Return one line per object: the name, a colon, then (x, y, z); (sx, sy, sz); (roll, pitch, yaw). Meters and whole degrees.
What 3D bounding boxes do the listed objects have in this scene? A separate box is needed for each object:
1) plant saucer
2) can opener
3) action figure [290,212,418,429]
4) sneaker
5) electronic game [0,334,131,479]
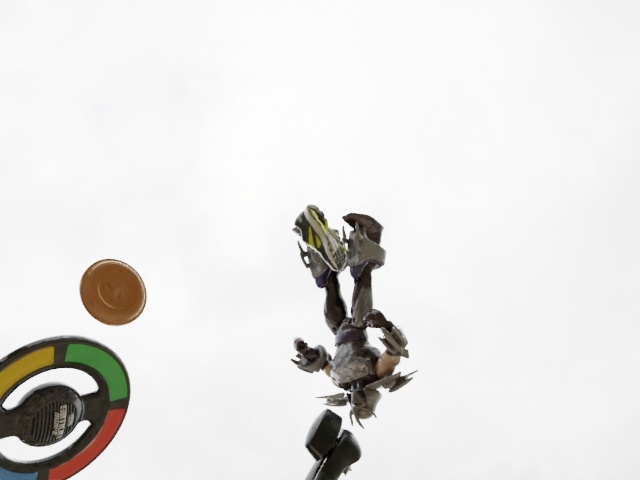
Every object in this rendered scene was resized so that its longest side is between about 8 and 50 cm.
plant saucer: (-0.242, 0.060, 0.833); (0.083, 0.083, 0.013); (46, -47, -14)
can opener: (-0.006, 0.278, 0.802); (0.073, 0.186, 0.059); (32, -49, -1)
action figure: (0.037, 0.110, 0.956); (0.185, 0.099, 0.285); (-21, -116, 31)
sneaker: (0.000, 0.000, 0.806); (0.035, 0.031, 0.083); (-34, -100, 37)
electronic game: (-0.355, 0.228, 0.924); (0.229, 0.048, 0.229); (-22, -56, -36)
